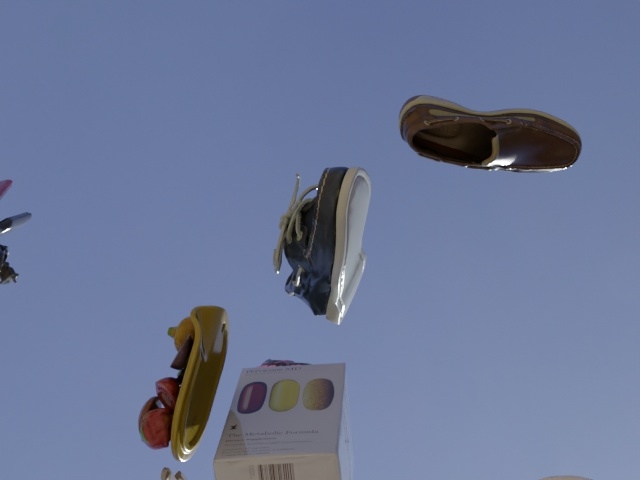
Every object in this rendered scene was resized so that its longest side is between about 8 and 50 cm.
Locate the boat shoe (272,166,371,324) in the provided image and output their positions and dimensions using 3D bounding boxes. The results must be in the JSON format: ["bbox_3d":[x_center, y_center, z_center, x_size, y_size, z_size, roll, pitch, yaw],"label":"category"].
[{"bbox_3d":[0.000,0.000,1.066,0.079,0.254,0.095,21,-109,8],"label":"boat shoe"}]

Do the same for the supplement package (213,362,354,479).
[{"bbox_3d":[-0.035,0.251,1.331,0.139,0.244,0.134,-4,-73,4],"label":"supplement package"}]

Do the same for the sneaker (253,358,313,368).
[{"bbox_3d":[-0.037,0.188,1.641,0.119,0.057,0.047,3,-71,20],"label":"sneaker"}]

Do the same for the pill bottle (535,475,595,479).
[{"bbox_3d":[0.152,0.234,0.712,0.119,0.208,0.119,-5,-128,6],"label":"pill bottle"}]

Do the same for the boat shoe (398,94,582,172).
[{"bbox_3d":[0.233,-0.128,1.568,0.257,0.095,0.095,7,-60,-3],"label":"boat shoe"}]

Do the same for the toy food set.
[{"bbox_3d":[-0.167,0.174,1.297,0.071,0.128,0.218,12,-106,11],"label":"toy food set"}]

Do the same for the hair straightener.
[{"bbox_3d":[-0.305,0.000,1.099,0.047,0.230,0.089,-29,-77,-3],"label":"hair straightener"}]
